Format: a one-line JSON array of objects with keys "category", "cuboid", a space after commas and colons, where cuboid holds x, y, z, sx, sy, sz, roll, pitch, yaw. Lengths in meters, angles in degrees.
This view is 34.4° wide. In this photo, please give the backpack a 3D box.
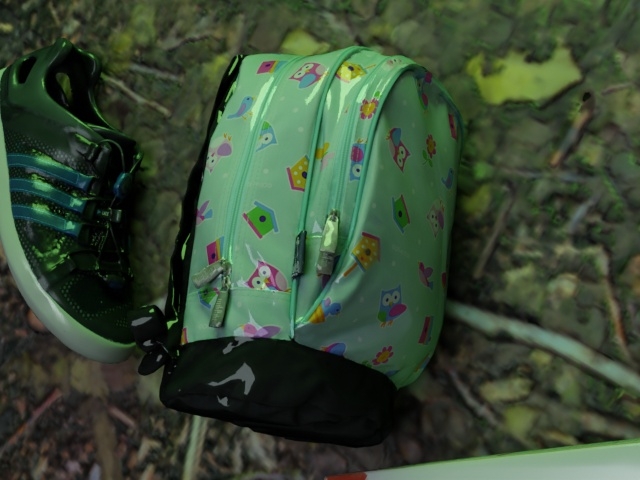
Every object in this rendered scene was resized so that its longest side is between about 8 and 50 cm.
[{"category": "backpack", "cuboid": [0.000, 0.000, 0.488, 0.115, 0.152, 0.182, 4, 74, 21]}]

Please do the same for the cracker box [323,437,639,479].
[{"category": "cracker box", "cuboid": [0.122, 0.163, 0.427, 0.232, 0.067, 0.156, -13, 76, 27]}]

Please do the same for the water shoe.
[{"category": "water shoe", "cuboid": [-0.141, -0.029, 0.598, 0.080, 0.073, 0.203, -32, 69, 19]}]
